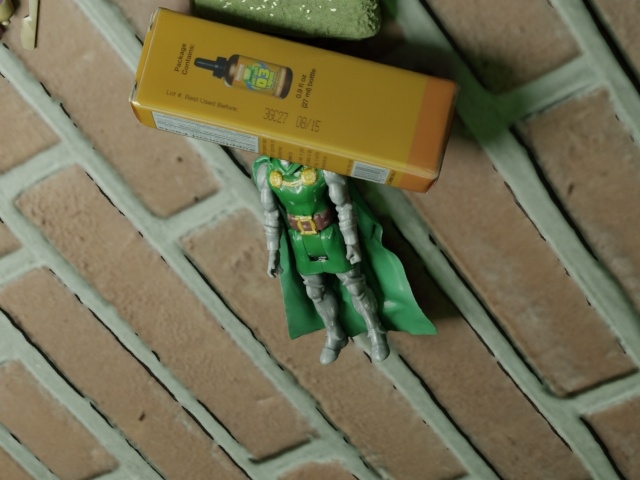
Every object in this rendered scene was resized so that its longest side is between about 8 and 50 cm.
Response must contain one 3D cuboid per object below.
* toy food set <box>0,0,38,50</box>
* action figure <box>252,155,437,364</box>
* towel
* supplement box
[{"bbox_3d":[-0.280,-0.179,1.137,0.122,0.019,0.078,14,131,0],"label":"toy food set"},{"bbox_3d":[0.000,0.000,1.210,0.137,0.063,0.232,-7,124,20],"label":"action figure"},{"bbox_3d":[-0.028,-0.198,1.068,0.148,0.027,0.110,6,129,8],"label":"towel"},{"bbox_3d":[-0.020,-0.102,1.100,0.233,0.078,0.080,15,172,-2],"label":"supplement box"}]
